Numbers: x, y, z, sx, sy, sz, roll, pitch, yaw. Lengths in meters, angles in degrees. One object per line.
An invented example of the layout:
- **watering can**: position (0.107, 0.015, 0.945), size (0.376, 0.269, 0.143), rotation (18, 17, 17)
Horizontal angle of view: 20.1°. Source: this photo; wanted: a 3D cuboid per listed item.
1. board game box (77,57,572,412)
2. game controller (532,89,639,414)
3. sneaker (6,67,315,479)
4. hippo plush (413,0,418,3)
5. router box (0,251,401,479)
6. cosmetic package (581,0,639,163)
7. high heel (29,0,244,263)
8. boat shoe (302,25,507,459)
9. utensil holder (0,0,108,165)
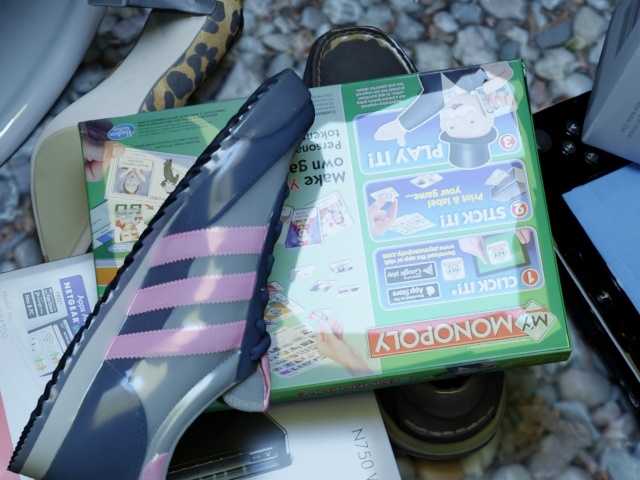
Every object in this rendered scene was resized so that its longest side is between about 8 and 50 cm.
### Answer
- **board game box**: position (0.000, 0.000, 1.254), size (0.317, 0.046, 0.214), rotation (-8, 76, 1)
- **game controller**: position (0.266, 0.023, 1.383), size (0.166, 0.067, 0.319), rotation (-26, 71, -14)
- **sneaker**: position (-0.070, 0.043, 1.183), size (0.131, 0.112, 0.319), rotation (33, 83, -6)
- **hippo plush**: position (0.114, -0.358, 1.485), size (0.294, 0.234, 0.236), rotation (-46, 55, 4)
- **router box**: position (-0.104, 0.164, 1.286), size (0.301, 0.082, 0.335), rotation (-14, 68, -10)
- **cosmetic package**: position (0.407, -0.113, 1.357), size (0.365, 0.197, 0.155), rotation (20, 56, -3)
- **high heel**: position (-0.131, -0.086, 1.410), size (0.093, 0.186, 0.261), rotation (18, 99, 28)
- **boat shoe**: position (0.070, -0.018, 1.351), size (0.132, 0.130, 0.355), rotation (-13, 68, -10)
- **utensil holder**: position (-0.393, -0.235, 1.315), size (0.385, 0.327, 0.327), rotation (36, 69, 14)
